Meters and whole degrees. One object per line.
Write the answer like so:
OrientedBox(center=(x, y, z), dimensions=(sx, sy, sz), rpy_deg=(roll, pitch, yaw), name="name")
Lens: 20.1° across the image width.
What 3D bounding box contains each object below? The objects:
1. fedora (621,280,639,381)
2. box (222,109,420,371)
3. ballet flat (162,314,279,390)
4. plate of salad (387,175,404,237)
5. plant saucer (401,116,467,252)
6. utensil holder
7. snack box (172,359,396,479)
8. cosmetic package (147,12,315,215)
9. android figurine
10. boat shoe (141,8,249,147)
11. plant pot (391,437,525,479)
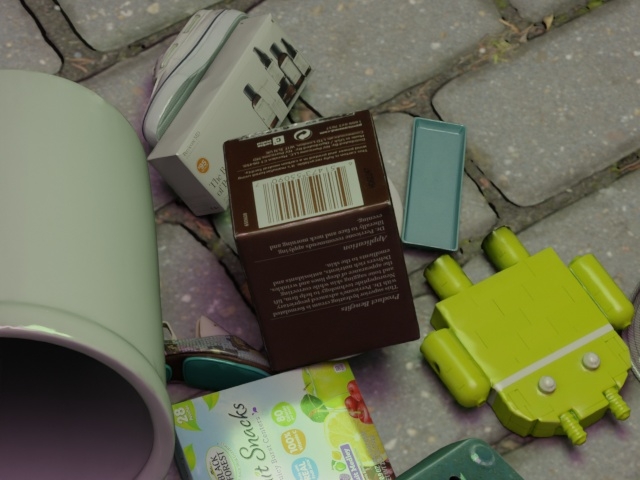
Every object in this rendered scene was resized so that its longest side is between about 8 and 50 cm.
OrientedBox(center=(0.489, 0.078, 2.055), dimensions=(0.275, 0.124, 0.244), rpy_deg=(-29, 66, -23), name="fedora")
OrientedBox(center=(0.000, 0.000, 1.933), dimensions=(0.168, 0.203, 0.167), rpy_deg=(-12, 40, 1), name="box")
OrientedBox(center=(-0.156, 0.122, 1.972), dimensions=(0.221, 0.077, 0.079), rpy_deg=(-1, 55, -4), name="ballet flat")
OrientedBox(center=(0.000, -0.038, 2.105), dimensions=(0.199, 0.048, 0.200), rpy_deg=(3, 59, -6), name="plate of salad")
OrientedBox(center=(0.135, -0.065, 2.151), dimensions=(0.067, 0.018, 0.192), rpy_deg=(10, 55, -3), name="plant saucer")
OrientedBox(center=(-0.317, 0.062, 1.799), dimensions=(0.327, 0.328, 0.385), rpy_deg=(-1, 44, -8), name="utensil holder")
OrientedBox(center=(-0.041, 0.235, 1.918), dimensions=(0.207, 0.070, 0.174), rpy_deg=(-16, 63, -15), name="snack box")
OrientedBox(center=(-0.102, -0.150, 2.124), dimensions=(0.099, 0.060, 0.239), rpy_deg=(48, 55, -27), name="cosmetic package")
OrientedBox(center=(0.240, 0.111, 2.043), dimensions=(0.248, 0.056, 0.273), rpy_deg=(-24, 63, -21), name="android figurine")
OrientedBox(center=(-0.164, -0.194, 2.172), dimensions=(0.075, 0.083, 0.226), rpy_deg=(12, 48, 27), name="boat shoe")
OrientedBox(center=(0.108, 0.335, 1.724), dimensions=(0.248, 0.252, 0.247), rpy_deg=(44, 40, 19), name="plant pot")
